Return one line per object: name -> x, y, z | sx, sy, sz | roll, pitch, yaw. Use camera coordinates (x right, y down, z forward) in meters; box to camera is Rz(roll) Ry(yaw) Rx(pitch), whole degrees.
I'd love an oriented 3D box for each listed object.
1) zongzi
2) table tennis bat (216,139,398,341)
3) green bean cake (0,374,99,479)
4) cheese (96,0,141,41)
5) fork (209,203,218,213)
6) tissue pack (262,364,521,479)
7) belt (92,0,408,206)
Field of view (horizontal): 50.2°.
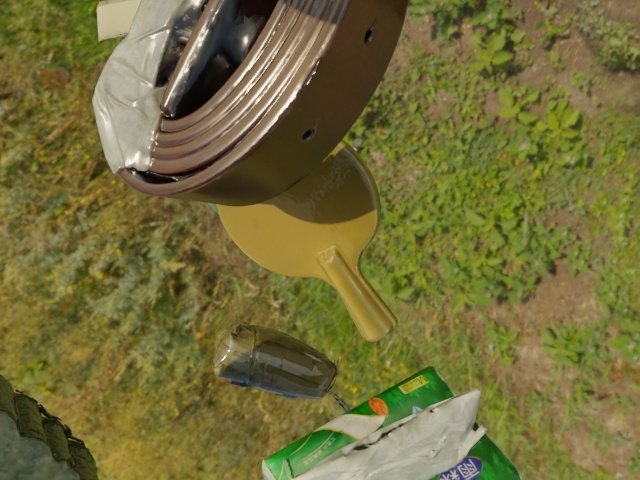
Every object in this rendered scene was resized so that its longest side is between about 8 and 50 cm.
zongzi -> -0.054, 0.167, 0.947 | 0.189, 0.081, 0.178 | 18, 175, -8
table tennis bat -> 0.000, 0.000, 0.848 | 0.198, 0.050, 0.320 | -27, 111, 21
green bean cake -> -0.277, 0.188, 0.495 | 0.183, 0.185, 0.094 | 55, 173, -28
cheese -> -0.285, -0.434, 1.296 | 0.400, 0.034, 0.085 | 4, 92, 31
fork -> -0.242, -0.108, 1.293 | 0.039, 0.021, 0.235 | -29, 127, 17
tissue pack -> 0.065, 0.228, 0.666 | 0.148, 0.209, 0.156 | 54, 158, 33
belt -> -0.064, -0.182, 0.629 | 0.217, 0.338, 0.122 | 38, -169, 25
